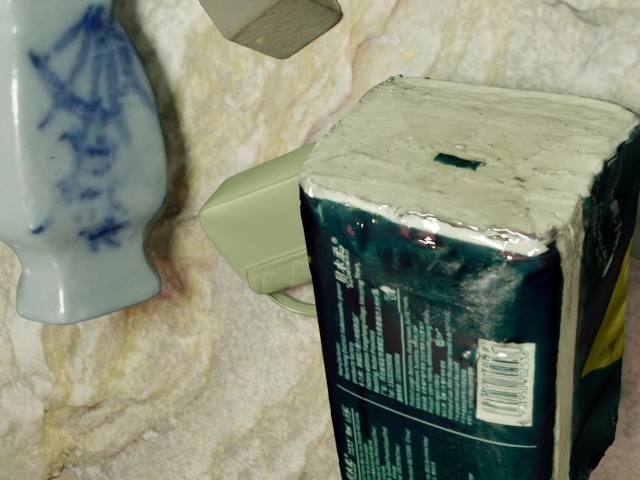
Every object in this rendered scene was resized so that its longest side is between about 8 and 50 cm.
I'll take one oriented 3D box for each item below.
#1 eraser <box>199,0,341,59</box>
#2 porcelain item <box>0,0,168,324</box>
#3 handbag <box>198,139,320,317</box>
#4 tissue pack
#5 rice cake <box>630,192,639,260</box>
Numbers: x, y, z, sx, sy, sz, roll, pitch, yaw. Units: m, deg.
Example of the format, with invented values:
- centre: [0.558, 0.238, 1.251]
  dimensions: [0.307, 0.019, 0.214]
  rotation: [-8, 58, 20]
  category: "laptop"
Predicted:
- centre: [-0.118, -0.356, 1.166]
  dimensions: [0.111, 0.077, 0.352]
  rotation: [-29, 97, 41]
  category: "eraser"
- centre: [-0.308, -0.117, 1.303]
  dimensions: [0.178, 0.243, 0.405]
  rotation: [19, 120, 51]
  category: "porcelain item"
- centre: [0.000, 0.000, 1.279]
  dimensions: [0.256, 0.079, 0.219]
  rotation: [-16, 118, 37]
  category: "handbag"
- centre: [0.152, 0.077, 1.072]
  dimensions: [0.264, 0.253, 0.416]
  rotation: [14, 130, 27]
  category: "tissue pack"
- centre: [0.359, -0.019, 1.062]
  dimensions: [0.237, 0.043, 0.127]
  rotation: [25, 124, 18]
  category: "rice cake"
